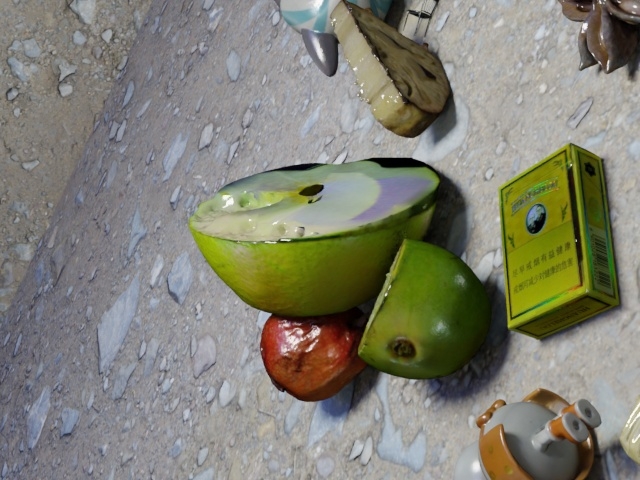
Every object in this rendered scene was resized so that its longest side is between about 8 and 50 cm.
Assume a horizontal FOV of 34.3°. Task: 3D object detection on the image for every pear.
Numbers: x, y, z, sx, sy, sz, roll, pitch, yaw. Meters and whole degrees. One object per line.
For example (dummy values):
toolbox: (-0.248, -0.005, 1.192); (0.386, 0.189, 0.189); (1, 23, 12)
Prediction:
pear: (-0.001, 0.005, 1.633); (0.399, 0.399, 0.165); (29, 133, 60)

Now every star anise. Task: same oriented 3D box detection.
star anise: (0.401, -0.327, 1.374); (0.197, 0.073, 0.212); (-43, 41, 44)

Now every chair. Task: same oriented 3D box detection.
chair: (0.178, -0.404, 1.830); (0.042, 0.037, 0.086); (29, 102, 49)

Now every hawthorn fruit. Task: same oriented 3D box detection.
hawthorn fruit: (-0.008, 0.173, 1.657); (0.179, 0.173, 0.173); (9, 79, 37)

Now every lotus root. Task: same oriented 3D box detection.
lotus root: (0.125, -0.281, 1.712); (0.074, 0.170, 0.261); (-53, 43, 39)

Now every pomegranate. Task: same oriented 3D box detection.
pomegranate: (0.150, 0.110, 1.460); (0.241, 0.159, 0.190); (115, 178, -78)

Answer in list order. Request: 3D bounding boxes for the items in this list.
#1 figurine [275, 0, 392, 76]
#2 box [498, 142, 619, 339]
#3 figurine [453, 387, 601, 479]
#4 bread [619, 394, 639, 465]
figurine: (0.082, -0.490, 1.901); (0.361, 0.266, 0.378); (-38, 71, 48)
box: (0.304, 0.001, 1.345); (0.141, 0.064, 0.220); (-34, 44, 47)
figurine: (0.225, 0.262, 1.244); (0.271, 0.143, 0.143); (-27, 50, 48)
bread: (0.400, 0.207, 0.978); (0.236, 0.140, 0.106); (31, 96, 58)
